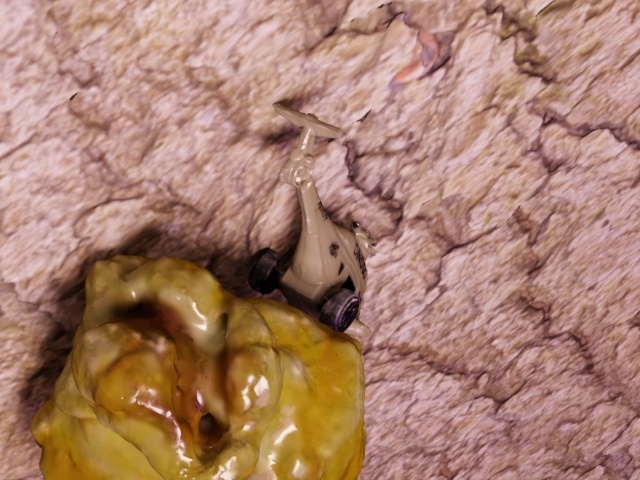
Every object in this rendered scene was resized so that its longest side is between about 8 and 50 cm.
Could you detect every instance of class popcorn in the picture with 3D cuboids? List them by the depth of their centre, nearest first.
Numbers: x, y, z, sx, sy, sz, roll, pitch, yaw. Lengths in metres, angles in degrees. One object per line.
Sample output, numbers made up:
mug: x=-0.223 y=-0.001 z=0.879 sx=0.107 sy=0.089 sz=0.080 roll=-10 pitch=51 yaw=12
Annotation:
popcorn: x=-0.088 y=0.132 z=1.479 sx=0.276 sy=0.225 sz=0.276 roll=-23 pitch=144 yaw=-18

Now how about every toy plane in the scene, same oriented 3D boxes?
toy plane: x=0.000 y=0.000 z=1.550 sx=0.108 sy=0.092 sz=0.286 roll=-53 pitch=154 yaw=-20
